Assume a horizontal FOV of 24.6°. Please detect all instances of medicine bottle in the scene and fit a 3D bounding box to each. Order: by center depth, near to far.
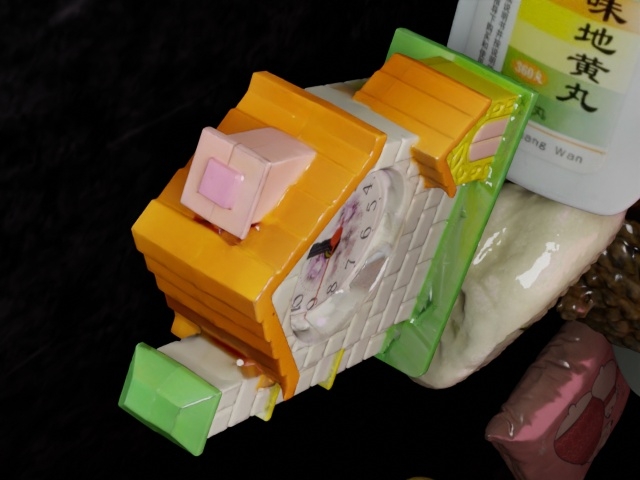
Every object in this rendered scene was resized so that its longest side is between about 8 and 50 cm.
[{"bbox_3d":[0.194,-0.190,0.977,0.124,0.179,0.324,-30,143,-47],"label":"medicine bottle"}]

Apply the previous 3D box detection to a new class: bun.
[{"bbox_3d":[0.132,0.010,1.145,0.237,0.116,0.210,-42,-179,32],"label":"bun"}]

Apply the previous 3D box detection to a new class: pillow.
[{"bbox_3d":[0.289,0.195,1.728,0.236,0.084,0.223,-53,142,-21],"label":"pillow"}]

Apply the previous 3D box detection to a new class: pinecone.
[{"bbox_3d":[0.295,-0.018,1.305,0.257,0.243,0.243,-34,145,-48],"label":"pinecone"}]

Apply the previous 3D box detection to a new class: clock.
[{"bbox_3d":[0.000,0.000,0.889,0.255,0.106,0.219,-20,134,-57],"label":"clock"}]

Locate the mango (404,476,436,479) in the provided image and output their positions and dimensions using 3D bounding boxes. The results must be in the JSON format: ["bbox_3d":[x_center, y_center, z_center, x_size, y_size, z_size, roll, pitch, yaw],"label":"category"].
[{"bbox_3d":[0.068,0.319,1.419,0.195,0.098,0.137,-55,161,-2],"label":"mango"}]

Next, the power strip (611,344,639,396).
[{"bbox_3d":[0.433,0.022,1.533,0.357,0.161,0.357,-170,-90,-80],"label":"power strip"}]
